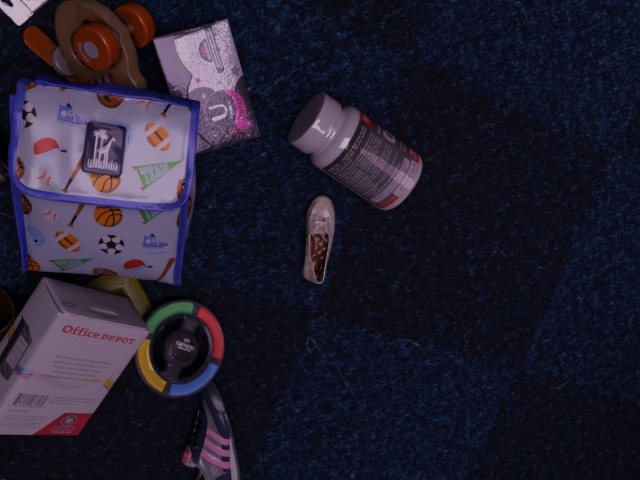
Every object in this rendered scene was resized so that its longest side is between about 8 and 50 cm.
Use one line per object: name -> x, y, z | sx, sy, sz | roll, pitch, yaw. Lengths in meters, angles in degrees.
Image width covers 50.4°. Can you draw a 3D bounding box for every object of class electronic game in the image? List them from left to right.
electronic game -> -0.325, 0.250, 1.575 | 0.229, 0.048, 0.229 | 2, 86, -36

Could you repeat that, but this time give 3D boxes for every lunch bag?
lunch bag -> -0.403, -0.114, 1.296 | 0.327, 0.239, 0.385 | 6, 128, -12

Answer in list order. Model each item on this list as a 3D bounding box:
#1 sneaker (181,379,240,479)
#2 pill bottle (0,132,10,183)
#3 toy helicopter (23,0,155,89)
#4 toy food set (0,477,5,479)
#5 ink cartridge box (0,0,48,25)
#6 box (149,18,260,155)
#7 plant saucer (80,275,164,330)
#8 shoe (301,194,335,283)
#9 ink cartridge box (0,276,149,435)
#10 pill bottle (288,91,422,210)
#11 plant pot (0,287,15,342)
sneaker -> -0.281, 0.492, 1.667 | 0.131, 0.112, 0.319 | -13, 108, -17
pill bottle -> -0.726, -0.139, 1.329 | 0.219, 0.123, 0.123 | -24, 112, -8
toy helicopter -> -0.443, -0.303, 1.348 | 0.235, 0.140, 0.355 | 15, 132, 19
toy food set -> -0.834, 0.428, 1.440 | 0.219, 0.092, 0.306 | -17, 117, 34
ink cartridge box -> -0.550, -0.519, 1.305 | 0.198, 0.067, 0.115 | -43, 114, -2
box -> -0.242, -0.321, 1.423 | 0.163, 0.142, 0.247 | -19, 111, -12
plant saucer -> -0.479, 0.177, 1.546 | 0.188, 0.045, 0.188 | -28, 112, -8
shoe -> 0.000, 0.000, 1.641 | 0.076, 0.058, 0.219 | 2, 105, -19
ink cartridge box -> -0.539, 0.250, 1.411 | 0.226, 0.131, 0.306 | 25, 104, -51
pill bottle -> 0.079, -0.204, 1.551 | 0.283, 0.161, 0.161 | 32, 94, -24
plant pot -> -0.770, 0.219, 1.393 | 0.215, 0.215, 0.230 | 18, 115, -22
